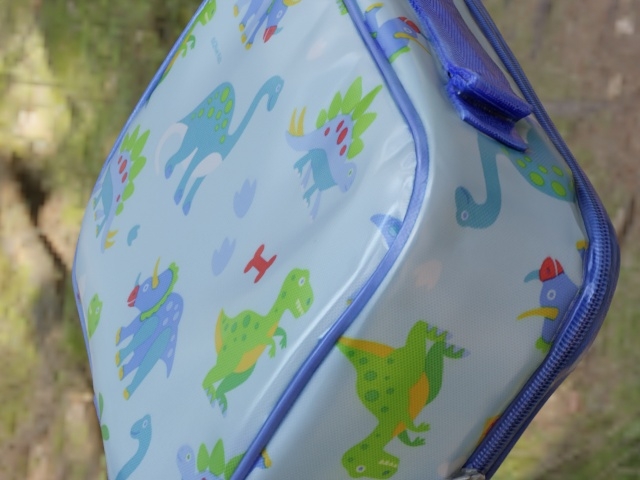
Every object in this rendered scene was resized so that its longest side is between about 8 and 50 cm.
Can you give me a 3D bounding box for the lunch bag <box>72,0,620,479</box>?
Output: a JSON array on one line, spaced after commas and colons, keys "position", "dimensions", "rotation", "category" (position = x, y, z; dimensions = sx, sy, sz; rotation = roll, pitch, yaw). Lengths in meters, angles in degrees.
[{"position": [0.000, 0.000, 0.559], "dimensions": [0.176, 0.090, 0.219], "rotation": [-57, 28, 22], "category": "lunch bag"}]
